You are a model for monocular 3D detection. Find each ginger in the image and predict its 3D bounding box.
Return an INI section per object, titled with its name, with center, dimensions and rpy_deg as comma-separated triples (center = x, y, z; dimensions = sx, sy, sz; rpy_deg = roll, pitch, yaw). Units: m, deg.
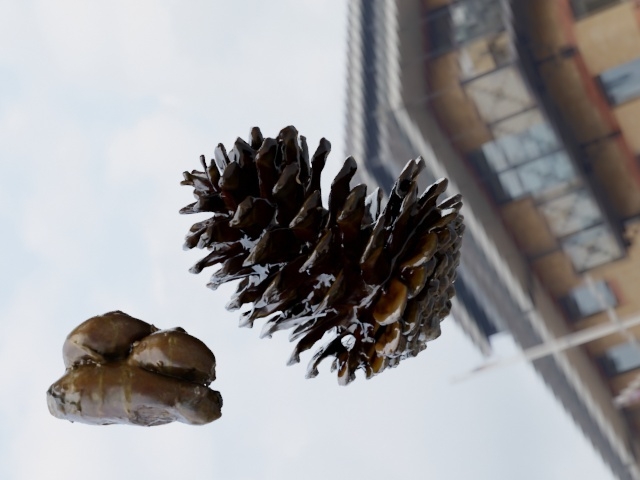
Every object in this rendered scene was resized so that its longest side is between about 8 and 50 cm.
[ginger]
center = -0.159, 0.116, 1.422
dimensions = 0.073, 0.162, 0.103
rpy_deg = 68, -152, -68

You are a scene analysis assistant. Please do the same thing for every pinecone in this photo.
[pinecone]
center = 0.000, -0.001, 1.534
dimensions = 0.292, 0.246, 0.246
rpy_deg = 31, -152, -5
